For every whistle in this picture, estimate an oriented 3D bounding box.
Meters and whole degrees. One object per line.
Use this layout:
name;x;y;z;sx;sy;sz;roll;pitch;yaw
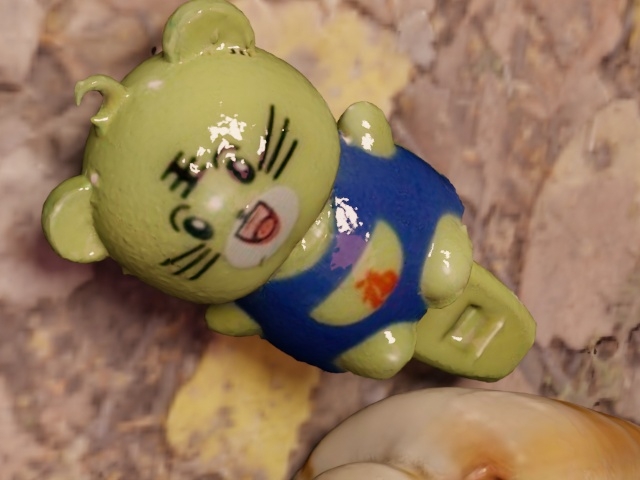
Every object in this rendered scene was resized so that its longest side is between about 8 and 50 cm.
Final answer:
whistle;0.000;0.000;0.530;0.227;0.085;0.105;32;99;-33

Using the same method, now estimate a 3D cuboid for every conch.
conch;0.062;0.122;0.604;0.255;0.127;0.158;0;118;-56
